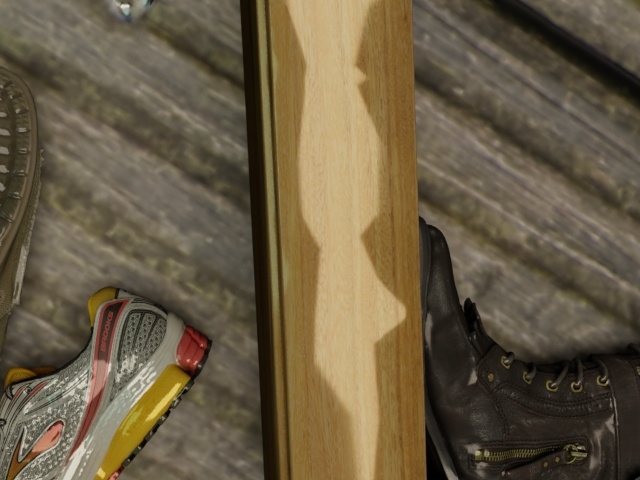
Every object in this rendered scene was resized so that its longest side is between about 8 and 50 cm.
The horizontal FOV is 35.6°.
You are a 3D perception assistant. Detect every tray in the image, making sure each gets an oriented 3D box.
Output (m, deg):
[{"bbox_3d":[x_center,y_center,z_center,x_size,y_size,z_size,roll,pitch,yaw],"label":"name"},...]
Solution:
[{"bbox_3d":[0.000,0.000,0.558,0.076,0.203,0.411,-2,97,-7],"label":"tray"}]

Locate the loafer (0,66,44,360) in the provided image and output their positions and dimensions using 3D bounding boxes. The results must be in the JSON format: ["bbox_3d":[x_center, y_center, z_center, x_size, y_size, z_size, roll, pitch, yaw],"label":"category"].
[{"bbox_3d":[-0.229,0.026,0.589,0.101,0.092,0.269,13,79,-8],"label":"loafer"}]

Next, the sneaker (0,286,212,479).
[{"bbox_3d":[-0.168,0.126,0.618,0.092,0.088,0.225,39,83,-2],"label":"sneaker"}]

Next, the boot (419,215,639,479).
[{"bbox_3d":[0.157,0.093,0.663,0.228,0.091,0.263,-12,102,-12],"label":"boot"}]
